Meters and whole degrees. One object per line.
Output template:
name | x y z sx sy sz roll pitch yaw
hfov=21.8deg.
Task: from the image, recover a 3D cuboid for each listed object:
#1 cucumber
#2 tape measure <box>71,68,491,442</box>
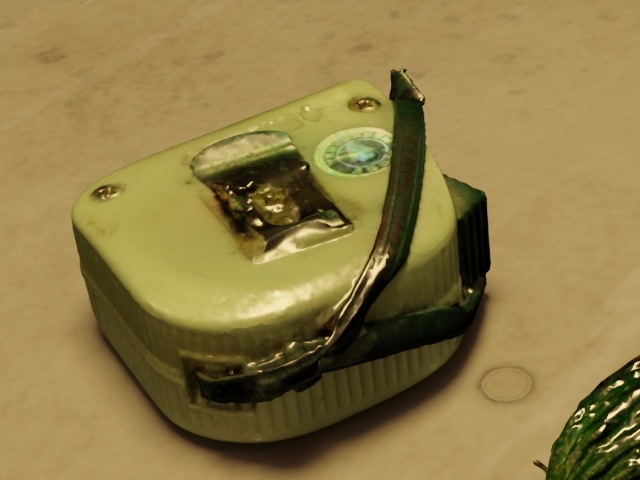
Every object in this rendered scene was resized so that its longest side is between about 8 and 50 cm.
cucumber | 0.222 0.063 0.803 0.265 0.077 0.077 -17 36 -14
tape measure | 0.000 0.000 0.904 0.235 0.115 0.207 -23 36 -19
